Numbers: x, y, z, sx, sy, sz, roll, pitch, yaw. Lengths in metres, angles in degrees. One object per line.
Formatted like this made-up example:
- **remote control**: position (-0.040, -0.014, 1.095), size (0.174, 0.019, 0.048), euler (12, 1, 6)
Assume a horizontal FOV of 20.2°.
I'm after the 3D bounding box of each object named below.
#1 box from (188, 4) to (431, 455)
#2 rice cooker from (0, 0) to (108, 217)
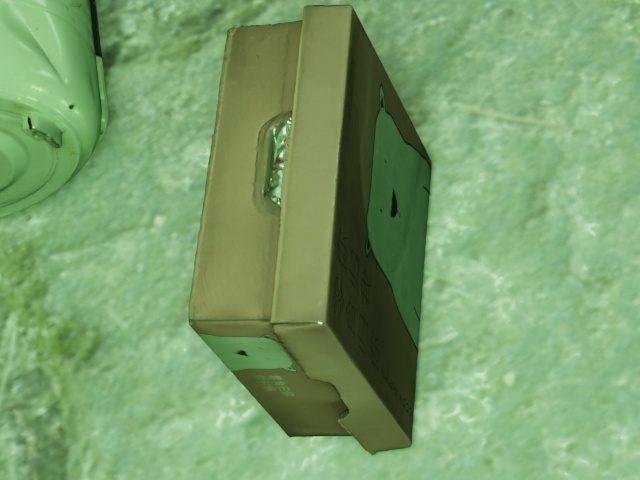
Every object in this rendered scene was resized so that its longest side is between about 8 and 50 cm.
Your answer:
- **box**: position (0.000, 0.000, 1.113), size (0.086, 0.215, 0.215), euler (-3, 65, 17)
- **rice cooker**: position (-0.259, -0.142, 1.211), size (0.226, 0.226, 0.244), euler (-14, 66, 0)
